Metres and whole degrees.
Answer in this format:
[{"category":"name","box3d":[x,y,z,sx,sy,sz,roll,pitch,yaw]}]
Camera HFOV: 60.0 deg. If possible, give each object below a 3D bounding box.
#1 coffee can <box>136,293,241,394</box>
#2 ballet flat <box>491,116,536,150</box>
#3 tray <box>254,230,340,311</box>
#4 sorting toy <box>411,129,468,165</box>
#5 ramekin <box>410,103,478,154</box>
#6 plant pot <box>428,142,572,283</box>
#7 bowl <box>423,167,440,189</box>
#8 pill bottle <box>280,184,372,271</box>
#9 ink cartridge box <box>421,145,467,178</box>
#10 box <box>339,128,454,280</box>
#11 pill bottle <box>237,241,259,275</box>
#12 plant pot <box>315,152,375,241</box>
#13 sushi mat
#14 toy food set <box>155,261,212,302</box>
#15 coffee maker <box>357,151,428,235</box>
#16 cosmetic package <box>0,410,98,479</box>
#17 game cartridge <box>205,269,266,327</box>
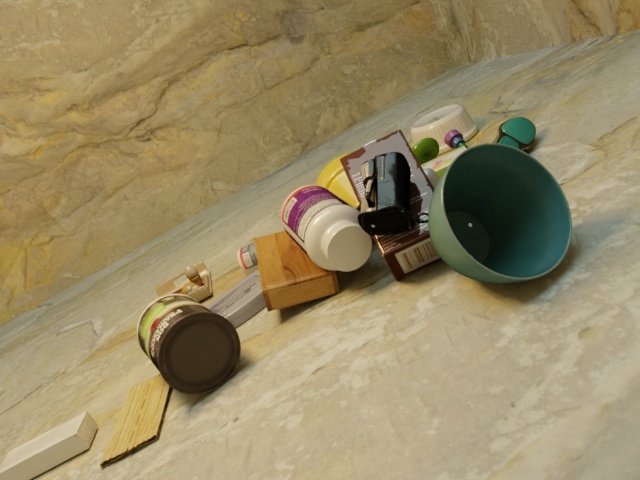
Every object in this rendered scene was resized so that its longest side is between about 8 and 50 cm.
[{"category":"coffee can","box3d":[-0.349,0.259,1.438,0.201,0.201,0.275,-35,20,-22]},{"category":"ballet flat","box3d":[0.587,-0.291,1.755,0.123,0.123,0.348,-13,21,38]},{"category":"tray","box3d":[-0.085,0.065,1.673,0.203,0.076,0.411,-15,23,-4]},{"category":"sorting toy","box3d":[0.395,-0.290,2.074,0.366,0.127,0.126,-27,47,-6]},{"category":"ramekin","box3d":[0.496,-0.457,2.281,0.273,0.127,0.273,-25,19,9]},{"category":"plant pot","box3d":[0.346,-0.033,1.181,0.290,0.290,0.195,-36,-5,-24]},{"category":"bowl","box3d":[0.289,-0.134,1.627,0.142,0.142,0.053,-12,42,32]},{"category":"pill bottle","box3d":[0.018,-0.032,1.524,0.181,0.181,0.323,-31,28,-9]},{"category":"ink cartridge box","box3d":[0.408,-0.194,1.747,0.189,0.097,0.255,-24,18,12]},{"category":"box","box3d":[0.204,-0.101,1.463,0.191,0.143,0.381,-25,50,8]},{"category":"pill bottle","box3d":[-0.189,0.046,1.936,0.180,0.108,0.108,-23,19,14]},{"category":"plant pot","box3d":[0.134,-0.120,1.748,0.254,0.254,0.239,-29,34,-2]},{"category":"sushi mat","box3d":[-0.454,0.435,1.407,0.151,0.019,0.316,-26,19,2]},{"category":"toy food set","box3d":[-0.525,0.183,2.073,0.220,0.092,0.306,-29,18,-5]},{"category":"coffee maker","box3d":[0.178,-0.112,1.332,0.171,0.120,0.178,4,57,3]},{"category":"cosmetic package","box3d":[-0.695,0.536,1.413,0.239,0.060,0.099,-28,16,1]},{"category":"game cartridge","box3d":[-0.243,0.188,1.722,0.294,0.060,0.196,-37,17,-25]}]
